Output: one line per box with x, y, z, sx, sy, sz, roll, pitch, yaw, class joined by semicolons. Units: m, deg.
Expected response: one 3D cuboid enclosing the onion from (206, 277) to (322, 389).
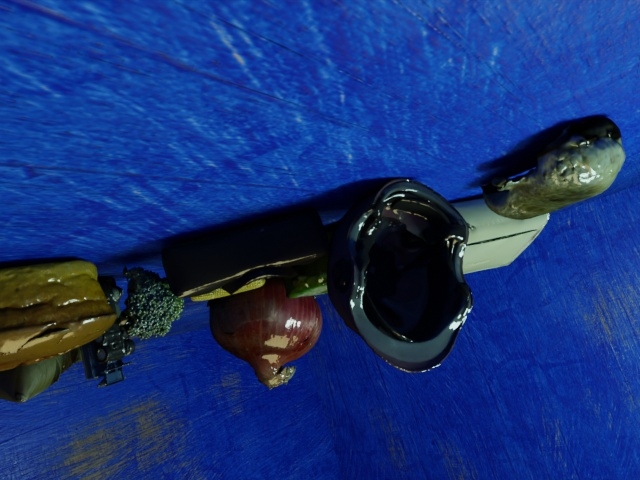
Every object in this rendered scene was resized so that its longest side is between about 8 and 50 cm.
-0.166;0.233;1.341;0.354;0.353;0.353;-17;170;-3;onion

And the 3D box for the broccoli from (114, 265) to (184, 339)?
-0.331;0.101;0.828;0.123;0.118;0.204;24;179;-34;broccoli

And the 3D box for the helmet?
0.124;0.062;0.825;0.271;0.338;0.197;14;165;-26;helmet

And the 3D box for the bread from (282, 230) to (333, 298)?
0.090;0.043;1.108;0.367;0.129;0.382;-11;168;-30;bread

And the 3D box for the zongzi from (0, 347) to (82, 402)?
-0.606;0.226;0.772;0.290;0.154;0.317;-12;-170;-12;zongzi

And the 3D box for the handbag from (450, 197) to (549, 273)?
0.421;-0.020;1.242;0.359;0.160;0.236;-10;152;-21;handbag

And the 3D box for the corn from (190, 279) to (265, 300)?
-0.244;0.112;1.165;0.203;0.071;0.072;-14;169;-12;corn

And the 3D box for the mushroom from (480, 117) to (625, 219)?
0.470;-0.122;0.919;0.248;0.129;0.344;-19;170;-16;mushroom

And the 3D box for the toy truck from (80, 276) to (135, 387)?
-0.418;0.174;0.845;0.088;0.201;0.074;-18;173;20;toy truck

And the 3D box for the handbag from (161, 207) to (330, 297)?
-0.136;0.036;0.851;0.286;0.113;0.257;-15;176;-10;handbag

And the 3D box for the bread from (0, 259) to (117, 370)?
-0.455;0.117;0.658;0.270;0.142;0.195;-11;169;-37;bread
